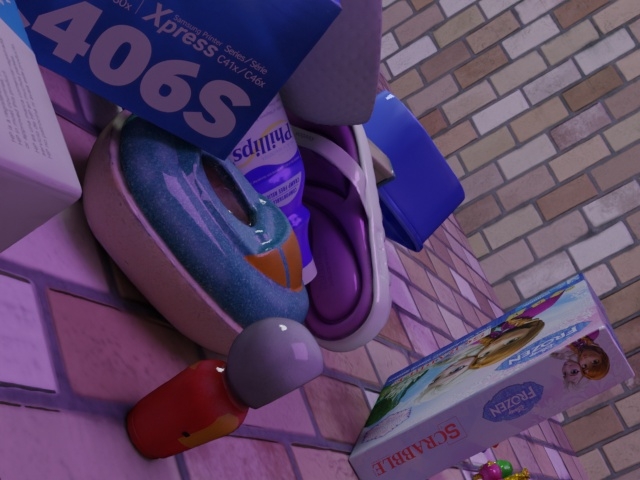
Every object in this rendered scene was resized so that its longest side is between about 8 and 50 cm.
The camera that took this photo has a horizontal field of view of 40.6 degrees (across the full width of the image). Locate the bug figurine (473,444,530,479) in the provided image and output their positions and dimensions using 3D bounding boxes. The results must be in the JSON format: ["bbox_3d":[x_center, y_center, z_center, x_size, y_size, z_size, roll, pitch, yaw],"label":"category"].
[{"bbox_3d":[0.289,0.354,1.455,0.279,0.072,0.216,33,37,-69],"label":"bug figurine"}]

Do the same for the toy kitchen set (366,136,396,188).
[{"bbox_3d":[0.012,-0.120,1.255,0.122,0.166,0.207,44,22,-45],"label":"toy kitchen set"}]

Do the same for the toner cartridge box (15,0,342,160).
[{"bbox_3d":[-0.171,-0.207,0.613,0.348,0.165,0.075,26,31,-26],"label":"toner cartridge box"}]

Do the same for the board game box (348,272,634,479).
[{"bbox_3d":[0.209,0.168,1.068,0.066,0.319,0.318,59,14,0],"label":"board game box"}]

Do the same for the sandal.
[{"bbox_3d":[-0.013,-0.064,1.081,0.102,0.169,0.416,30,34,-53],"label":"sandal"}]

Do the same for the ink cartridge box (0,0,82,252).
[{"bbox_3d":[-0.247,-0.072,0.321,0.233,0.168,0.171,29,33,-63],"label":"ink cartridge box"}]

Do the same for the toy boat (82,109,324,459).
[{"bbox_3d":[-0.079,0.032,0.713,0.267,0.148,0.318,50,18,-34],"label":"toy boat"}]

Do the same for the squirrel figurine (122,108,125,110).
[{"bbox_3d":[-0.253,-0.353,0.779,0.370,0.281,0.397,28,20,-46],"label":"squirrel figurine"}]

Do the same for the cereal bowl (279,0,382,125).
[{"bbox_3d":[-0.025,-0.298,0.998,0.339,0.141,0.338,175,-90,-86],"label":"cereal bowl"}]

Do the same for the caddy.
[{"bbox_3d":[0.094,-0.123,1.529,0.341,0.179,0.241,50,-6,-34],"label":"caddy"}]

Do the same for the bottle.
[{"bbox_3d":[-0.078,-0.078,0.949,0.118,0.092,0.282,-32,112,-35],"label":"bottle"}]
